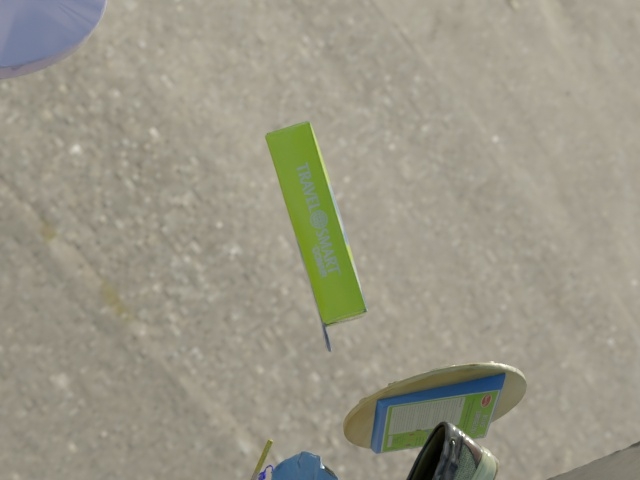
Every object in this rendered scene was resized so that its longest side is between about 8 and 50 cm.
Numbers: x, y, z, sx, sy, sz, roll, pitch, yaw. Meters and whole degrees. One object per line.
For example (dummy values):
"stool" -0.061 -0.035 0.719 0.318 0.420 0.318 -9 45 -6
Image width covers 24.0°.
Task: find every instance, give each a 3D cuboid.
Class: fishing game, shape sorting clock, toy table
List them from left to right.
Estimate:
"toy table" -0.367 -0.213 1.520 0.274 0.161 0.252 0 66 -27
"fishing game" -0.036 0.334 1.739 0.041 0.189 0.264 18 15 -31
"shape sorting clock" 0.124 0.180 1.637 0.206 0.206 0.040 28 44 -49

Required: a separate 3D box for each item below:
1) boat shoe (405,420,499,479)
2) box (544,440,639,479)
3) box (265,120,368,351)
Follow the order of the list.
"boat shoe" 0.051 0.173 0.900 0.049 0.056 0.152 44 53 -8
"box" 0.294 0.459 1.279 0.472 0.297 0.479 -21 84 -56
"box" 0.000 0.000 1.219 0.109 0.042 0.178 73 1 -85
